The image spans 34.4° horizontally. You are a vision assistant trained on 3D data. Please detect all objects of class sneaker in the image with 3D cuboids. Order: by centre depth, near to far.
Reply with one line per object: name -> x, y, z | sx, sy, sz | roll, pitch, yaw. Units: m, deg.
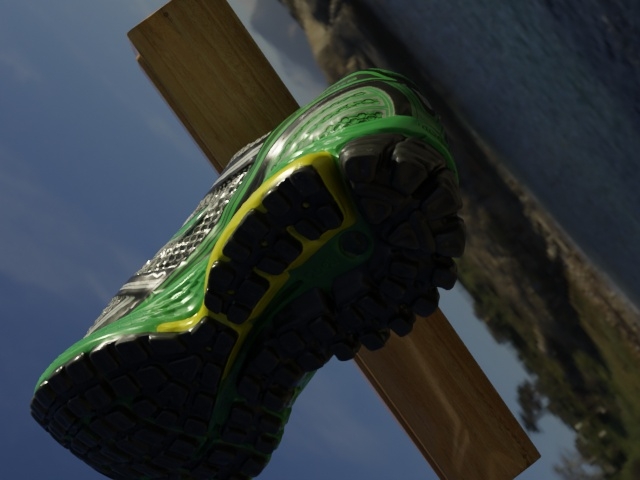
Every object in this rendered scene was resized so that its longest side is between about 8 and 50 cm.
sneaker -> -0.044, 0.038, 0.615 | 0.134, 0.343, 0.146 | 40, -149, -18

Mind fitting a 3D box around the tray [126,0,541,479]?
tray -> 0.000, 0.000, 0.799 | 0.411, 0.076, 0.203 | 55, 176, -12
